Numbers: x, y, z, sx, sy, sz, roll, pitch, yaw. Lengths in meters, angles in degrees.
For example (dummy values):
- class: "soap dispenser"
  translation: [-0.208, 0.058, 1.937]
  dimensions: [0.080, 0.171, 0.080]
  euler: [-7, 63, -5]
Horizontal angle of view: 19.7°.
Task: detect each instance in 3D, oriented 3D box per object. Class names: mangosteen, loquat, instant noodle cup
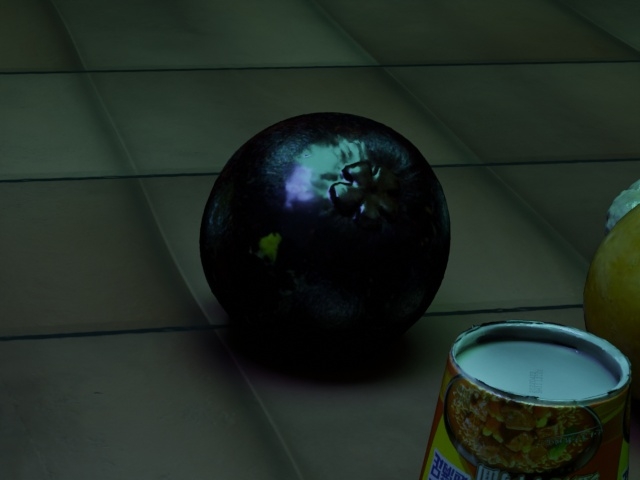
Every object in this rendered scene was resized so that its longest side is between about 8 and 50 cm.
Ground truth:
- class: "mangosteen"
  translation: [0.000, 0.000, 1.996]
  dimensions: [0.288, 0.288, 0.288]
  euler: [3, 21, -1]
- class: "loquat"
  translation: [0.400, 0.066, 1.881]
  dimensions: [0.263, 0.263, 0.263]
  euler: [3, 21, -1]
- class: "instant noodle cup"
  translation: [0.187, 0.181, 1.655]
  dimensions: [0.213, 0.174, 0.213]
  euler: [4, 22, -1]

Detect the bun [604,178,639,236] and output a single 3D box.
- class: "bun"
  translation: [0.446, -0.025, 2.309]
  dimensions: [0.188, 0.111, 0.164]
  euler: [3, 24, -10]
